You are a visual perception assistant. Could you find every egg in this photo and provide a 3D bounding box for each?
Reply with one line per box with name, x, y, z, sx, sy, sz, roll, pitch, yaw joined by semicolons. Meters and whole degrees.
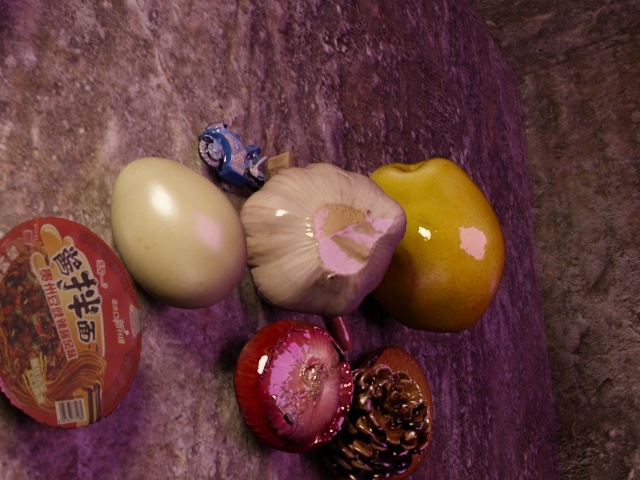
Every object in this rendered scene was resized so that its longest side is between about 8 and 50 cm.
egg;-0.221;-0.012;1.266;0.254;0.188;0.188;56;32;-13

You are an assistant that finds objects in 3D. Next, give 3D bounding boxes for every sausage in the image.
sausage;0.025;0.161;1.777;0.047;0.040;0.177;-43;114;-52

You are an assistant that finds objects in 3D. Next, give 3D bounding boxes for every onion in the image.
onion;-0.053;0.261;1.468;0.248;0.161;0.248;30;48;-40

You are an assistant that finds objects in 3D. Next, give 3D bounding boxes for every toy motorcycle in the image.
toy motorcycle;-0.169;-0.161;1.558;0.205;0.076;0.114;27;47;-55

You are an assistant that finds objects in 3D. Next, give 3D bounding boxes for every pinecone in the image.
pinecone;0.104;0.358;1.619;0.224;0.273;0.224;17;43;-17

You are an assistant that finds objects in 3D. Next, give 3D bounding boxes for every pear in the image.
pear;0.256;0.014;1.933;0.362;0.362;0.419;-33;111;-60

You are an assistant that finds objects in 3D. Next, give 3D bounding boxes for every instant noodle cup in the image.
instant noodle cup;-0.355;0.112;1.066;0.274;0.090;0.274;34;49;-50

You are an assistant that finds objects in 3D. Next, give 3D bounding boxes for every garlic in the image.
garlic;0.000;0.000;1.571;0.317;0.259;0.318;-2;94;-29

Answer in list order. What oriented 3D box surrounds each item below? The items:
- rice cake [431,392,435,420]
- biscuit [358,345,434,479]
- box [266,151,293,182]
rice cake;0.226;0.389;2.030;0.221;0.042;0.080;33;51;-50
biscuit;0.162;0.392;1.870;0.305;0.038;0.306;14;70;-46
box;-0.084;-0.138;1.711;0.024;0.053;0.083;39;43;-46
